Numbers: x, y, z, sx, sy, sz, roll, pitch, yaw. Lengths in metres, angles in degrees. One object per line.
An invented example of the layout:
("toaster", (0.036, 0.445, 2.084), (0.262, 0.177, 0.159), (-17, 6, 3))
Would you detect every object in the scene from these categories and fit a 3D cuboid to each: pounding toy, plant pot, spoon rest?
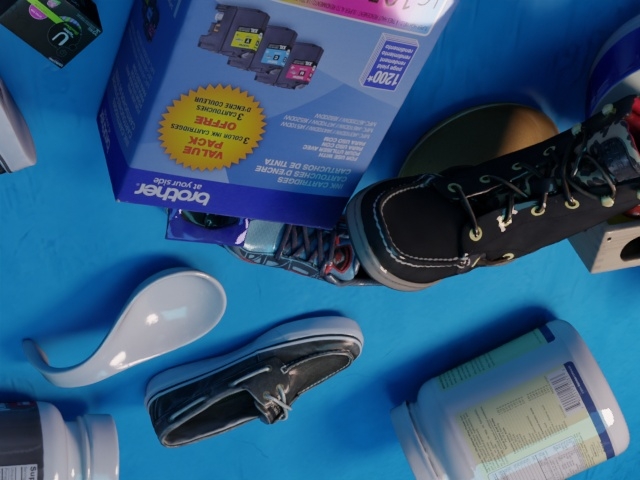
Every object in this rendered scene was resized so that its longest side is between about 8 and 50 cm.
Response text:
("pounding toy", (0.459, -0.026, 1.367), (0.206, 0.181, 0.094), (-9, 136, -14))
("plant pot", (0.204, -0.093, 1.306), (0.236, 0.032, 0.236), (-12, 136, -11))
("spoon rest", (-0.253, 0.121, 1.298), (0.276, 0.084, 0.137), (-24, 138, 4))

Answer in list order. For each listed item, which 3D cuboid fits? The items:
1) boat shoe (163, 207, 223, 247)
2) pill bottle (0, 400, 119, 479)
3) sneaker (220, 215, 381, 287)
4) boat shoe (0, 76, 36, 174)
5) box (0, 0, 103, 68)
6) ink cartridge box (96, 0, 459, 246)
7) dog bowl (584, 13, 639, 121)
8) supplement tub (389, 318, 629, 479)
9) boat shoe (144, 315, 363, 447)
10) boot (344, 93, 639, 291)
("boat shoe", (-0.133, -0.020, 1.234), (0.142, 0.040, 0.049), (24, 121, -39))
("pill bottle", (-0.444, 0.308, 1.341), (0.318, 0.176, 0.176), (2, 133, -24))
("sneaker", (0.000, 0.000, 1.233), (0.261, 0.125, 0.104), (12, 96, -37))
("boat shoe", (-0.374, -0.167, 0.946), (0.102, 0.108, 0.301), (-20, 145, -5))
("box", (-0.266, -0.223, 0.965), (0.062, 0.052, 0.083), (-37, 137, 16))
("ink cartridge box", (-0.065, -0.166, 1.038), (0.270, 0.151, 0.395), (6, 132, -28))
("dog bowl", (0.459, -0.157, 1.207), (0.264, 0.104, 0.265), (10, 140, 8))
("supplement tub", (0.299, 0.293, 1.588), (0.324, 0.235, 0.235), (-26, 138, 5))
("boat shoe", (-0.087, 0.218, 1.438), (0.335, 0.119, 0.121), (-21, 138, -1))
("boot", (0.231, -0.054, 1.115), (0.284, 0.138, 0.377), (-27, 164, 37))
